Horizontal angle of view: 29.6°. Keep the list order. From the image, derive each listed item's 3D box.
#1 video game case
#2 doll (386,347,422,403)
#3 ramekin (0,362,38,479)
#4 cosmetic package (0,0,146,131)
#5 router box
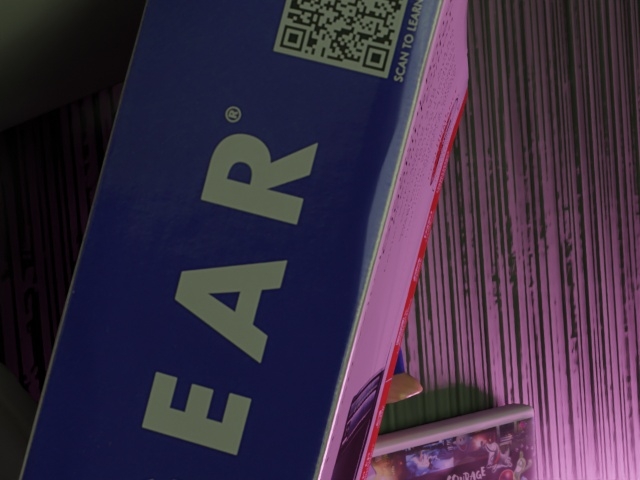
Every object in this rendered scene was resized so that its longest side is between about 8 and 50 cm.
[{"bbox_3d":[0.060,0.197,0.716,0.190,0.022,0.173,-6,95,-37],"label":"video game case"},{"bbox_3d":[0.000,0.000,0.652,0.129,0.046,0.189,-20,96,-27],"label":"doll"},{"bbox_3d":[-0.210,0.129,0.441,0.273,0.127,0.273,-1,91,-38],"label":"ramekin"},{"bbox_3d":[-0.108,-0.144,0.420,0.385,0.217,0.156,-33,90,-42],"label":"cosmetic package"},{"bbox_3d":[-0.024,0.072,0.469,0.082,0.301,0.335,15,90,7],"label":"router box"}]
